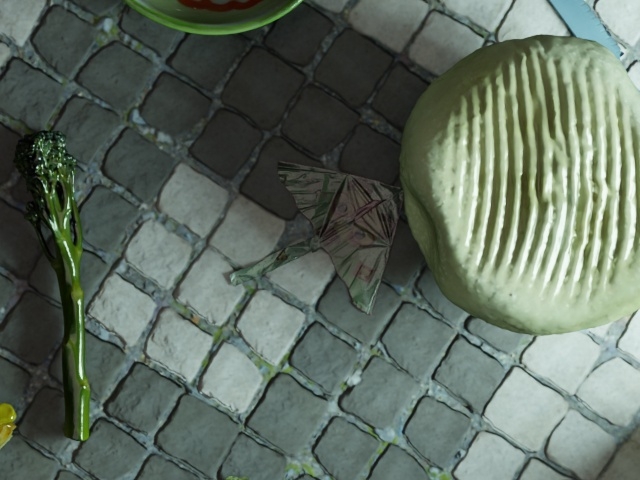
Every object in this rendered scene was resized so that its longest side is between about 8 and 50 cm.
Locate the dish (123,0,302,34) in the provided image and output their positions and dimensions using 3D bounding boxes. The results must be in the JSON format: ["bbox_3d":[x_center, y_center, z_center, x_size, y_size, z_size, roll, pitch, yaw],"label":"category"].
[{"bbox_3d":[-0.137,-0.408,1.830,0.324,0.124,0.324,0,90,-6],"label":"dish"}]

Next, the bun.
[{"bbox_3d":[0.268,-0.062,1.760,0.353,0.227,0.348,6,90,4],"label":"bun"}]

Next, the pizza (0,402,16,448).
[{"bbox_3d":[-0.529,0.223,1.768,0.258,0.087,0.268,36,46,-1],"label":"pizza"}]

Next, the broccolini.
[{"bbox_3d":[-0.339,0.056,1.861,0.079,0.074,0.392,-3,90,-40],"label":"broccolini"}]

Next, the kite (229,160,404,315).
[{"bbox_3d":[0.000,0.000,1.874,0.250,0.012,0.229,-29,88,2],"label":"kite"}]

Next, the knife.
[{"bbox_3d":[0.362,-0.231,1.866,0.044,0.019,0.313,-35,88,-7],"label":"knife"}]

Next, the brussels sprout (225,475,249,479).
[{"bbox_3d":[-0.116,0.343,1.851,0.085,0.058,0.085,1,106,3],"label":"brussels sprout"}]
